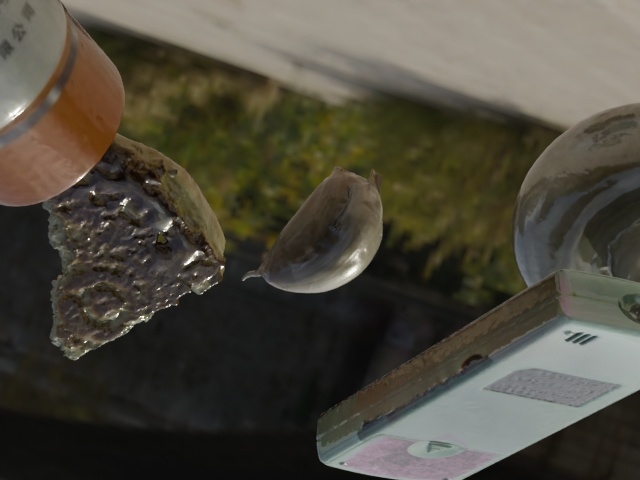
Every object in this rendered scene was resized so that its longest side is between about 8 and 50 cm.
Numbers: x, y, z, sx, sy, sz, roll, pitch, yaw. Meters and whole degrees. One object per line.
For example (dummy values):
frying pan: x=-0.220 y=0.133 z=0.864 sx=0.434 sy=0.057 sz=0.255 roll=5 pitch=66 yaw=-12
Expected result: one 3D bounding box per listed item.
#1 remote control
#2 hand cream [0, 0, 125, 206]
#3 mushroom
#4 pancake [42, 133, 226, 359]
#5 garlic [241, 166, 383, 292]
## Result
remote control: x=0.137 y=0.114 z=1.415 sx=0.145 sy=0.050 sz=0.344 roll=14 pitch=151 yaw=-29
hand cream: x=-0.196 y=-0.121 z=0.712 sx=0.140 sy=0.089 sz=0.314 roll=-20 pitch=145 yaw=14
mushroom: x=0.301 y=0.004 z=1.639 sx=0.244 sy=0.243 sz=0.243 roll=18 pitch=178 yaw=1
pancake: x=-0.224 y=0.009 z=1.891 sx=0.266 sy=0.244 sz=0.057 roll=25 pitch=-161 yaw=-33
garlic: x=0.006 y=0.004 z=1.573 sx=0.066 sy=0.152 sz=0.084 roll=28 pitch=-165 yaw=-33
